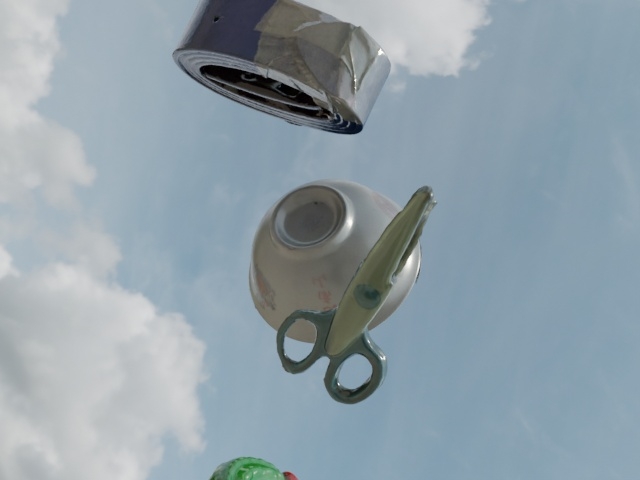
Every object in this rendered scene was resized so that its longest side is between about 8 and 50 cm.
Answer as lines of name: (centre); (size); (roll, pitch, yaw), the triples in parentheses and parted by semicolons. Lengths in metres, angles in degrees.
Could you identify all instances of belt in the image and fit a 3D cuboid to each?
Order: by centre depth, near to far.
belt: (-0.068, -0.279, 0.970); (0.347, 0.212, 0.117); (22, -99, 24)

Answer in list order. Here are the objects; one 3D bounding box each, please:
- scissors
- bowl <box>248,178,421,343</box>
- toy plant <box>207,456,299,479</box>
scissors: (0.050, 0.061, 0.685); (0.138, 0.041, 0.289); (30, -62, 6)
bowl: (0.000, 0.000, 1.123); (0.346, 0.345, 0.157); (23, -21, 31)
toy plant: (-0.035, 0.236, 0.467); (0.088, 0.240, 0.154); (-42, -108, 15)
